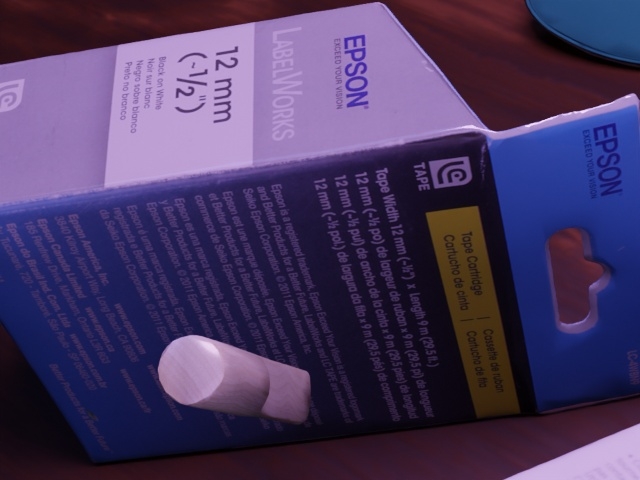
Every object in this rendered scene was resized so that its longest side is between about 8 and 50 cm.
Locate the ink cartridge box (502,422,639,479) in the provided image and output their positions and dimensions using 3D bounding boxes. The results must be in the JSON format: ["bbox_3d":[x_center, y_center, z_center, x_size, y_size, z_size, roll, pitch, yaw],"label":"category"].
[{"bbox_3d":[0.200,0.204,0.607,0.385,0.091,0.308,-17,41,-25],"label":"ink cartridge box"}]

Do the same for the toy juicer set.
[{"bbox_3d":[-0.085,0.160,0.642,0.089,0.209,0.329,5,61,15],"label":"toy juicer set"}]

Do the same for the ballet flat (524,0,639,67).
[{"bbox_3d":[0.261,-0.155,1.014,0.248,0.086,0.086,17,58,25],"label":"ballet flat"}]

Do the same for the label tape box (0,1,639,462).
[{"bbox_3d":[0.000,0.000,0.838,0.348,0.249,0.115,-9,51,8],"label":"label tape box"}]
